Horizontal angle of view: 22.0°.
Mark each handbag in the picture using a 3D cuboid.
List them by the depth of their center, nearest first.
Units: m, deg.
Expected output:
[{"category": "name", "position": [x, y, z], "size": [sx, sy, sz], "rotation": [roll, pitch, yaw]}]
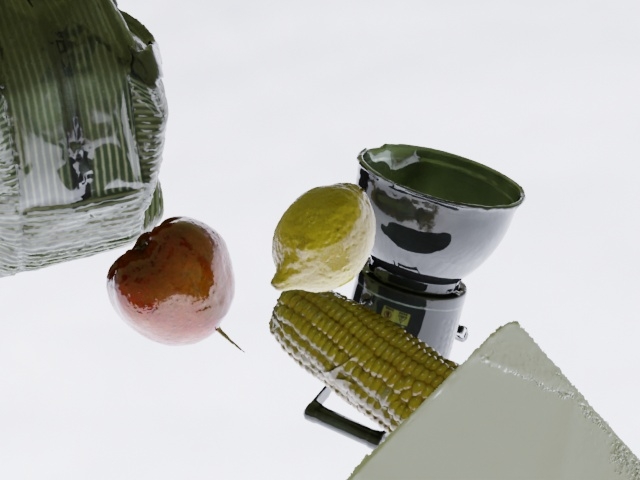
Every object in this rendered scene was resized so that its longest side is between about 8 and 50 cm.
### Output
[{"category": "handbag", "position": [-0.289, -0.160, 1.669], "size": [0.247, 0.240, 0.340], "rotation": [-16, -121, -17]}]

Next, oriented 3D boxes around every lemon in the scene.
[{"category": "lemon", "position": [0.000, 0.000, 1.075], "size": [0.065, 0.065, 0.092], "rotation": [20, -119, 39]}]

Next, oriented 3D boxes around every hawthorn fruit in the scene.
[{"category": "hawthorn fruit", "position": [-0.138, 0.045, 1.546], "size": [0.125, 0.140, 0.125], "rotation": [-12, -145, 9]}]

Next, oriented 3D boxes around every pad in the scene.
[{"category": "pad", "position": [0.139, 0.179, 0.984], "size": [0.156, 0.232, 0.004], "rotation": [-42, -177, -21]}]

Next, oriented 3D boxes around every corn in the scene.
[{"category": "corn", "position": [0.055, 0.110, 1.291], "size": [0.231, 0.080, 0.080], "rotation": [31, -131, 20]}]

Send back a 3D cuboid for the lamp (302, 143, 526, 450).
[{"category": "lamp", "position": [0.080, 0.046, 1.419], "size": [0.147, 0.227, 0.172], "rotation": [22, -159, 22]}]
